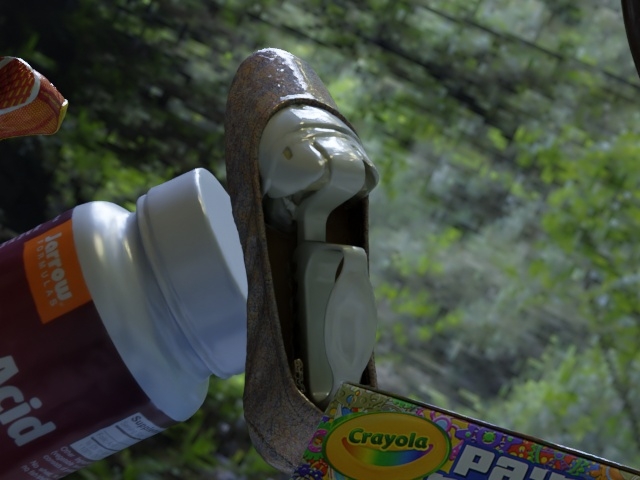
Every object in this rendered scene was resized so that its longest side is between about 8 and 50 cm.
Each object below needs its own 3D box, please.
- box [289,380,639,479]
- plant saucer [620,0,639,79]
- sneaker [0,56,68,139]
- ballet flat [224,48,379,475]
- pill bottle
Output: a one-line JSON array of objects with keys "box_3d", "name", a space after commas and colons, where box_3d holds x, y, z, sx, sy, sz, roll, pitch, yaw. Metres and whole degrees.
[{"box_3d": [0.068, 0.268, 0.756, 0.279, 0.177, 0.290, -60, -35, -22], "name": "box"}, {"box_3d": [0.139, -0.073, 0.466, 0.029, 0.168, 0.168, -14, -45, -30], "name": "plant saucer"}, {"box_3d": [-0.260, -0.092, 1.171, 0.067, 0.175, 0.064, 48, -126, -54], "name": "sneaker"}, {"box_3d": [0.000, 0.000, 1.129, 0.106, 0.107, 0.316, -35, 57, 57], "name": "ballet flat"}, {"box_3d": [-0.243, 0.100, 1.532, 0.392, 0.224, 0.224, -26, -19, 7], "name": "pill bottle"}]
